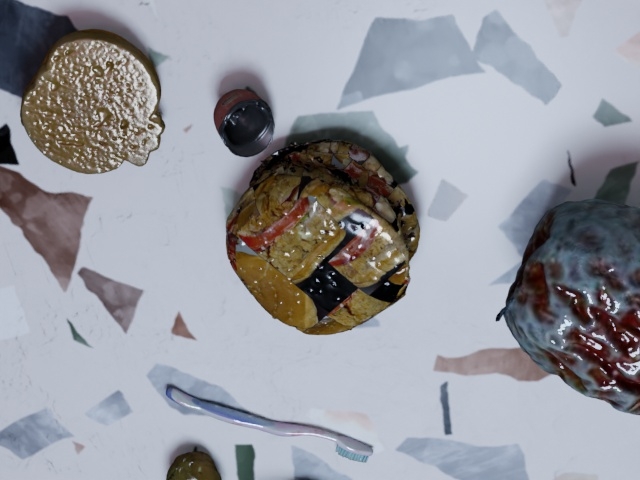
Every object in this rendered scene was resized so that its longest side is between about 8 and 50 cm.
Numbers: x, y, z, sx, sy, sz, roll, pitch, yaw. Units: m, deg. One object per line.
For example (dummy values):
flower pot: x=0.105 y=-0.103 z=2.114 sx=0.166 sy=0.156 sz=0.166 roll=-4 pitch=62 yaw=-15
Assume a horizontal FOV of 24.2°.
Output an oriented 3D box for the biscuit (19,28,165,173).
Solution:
biscuit: x=-0.248 y=-0.154 z=1.681 sx=0.170 sy=0.050 sz=0.170 roll=0 pitch=119 yaw=0

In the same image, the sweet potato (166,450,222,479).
sweet potato: x=-0.167 y=0.366 z=1.926 sx=0.081 sy=0.062 sz=0.233 roll=21 pitch=122 yaw=15

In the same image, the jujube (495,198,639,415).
jujube: x=0.356 y=0.080 z=1.613 sx=0.317 sy=0.226 sz=0.226 roll=18 pitch=118 yaw=-2

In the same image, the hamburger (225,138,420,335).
hamburger: x=0.000 y=0.000 z=1.691 sx=0.231 sy=0.107 sz=0.231 roll=5 pitch=125 yaw=8

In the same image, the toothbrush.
toothbrush: x=-0.065 y=0.229 z=1.860 sx=0.269 sy=0.021 sz=0.027 roll=17 pitch=112 yaw=0

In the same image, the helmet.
helmet: x=-0.090 y=-0.136 z=1.664 sx=0.065 sy=0.049 sz=0.084 roll=-32 pitch=141 yaw=-11
